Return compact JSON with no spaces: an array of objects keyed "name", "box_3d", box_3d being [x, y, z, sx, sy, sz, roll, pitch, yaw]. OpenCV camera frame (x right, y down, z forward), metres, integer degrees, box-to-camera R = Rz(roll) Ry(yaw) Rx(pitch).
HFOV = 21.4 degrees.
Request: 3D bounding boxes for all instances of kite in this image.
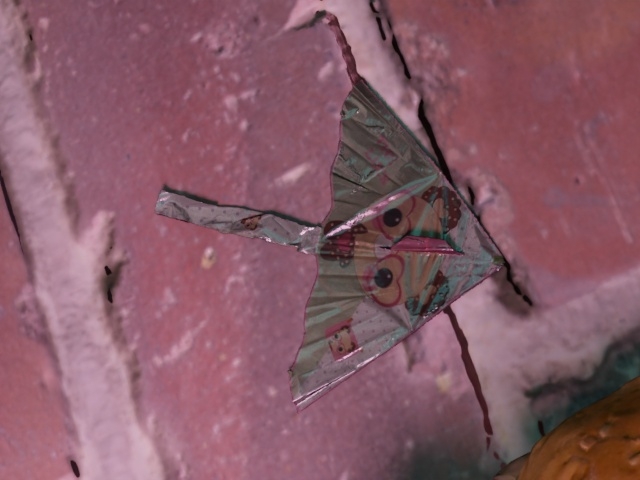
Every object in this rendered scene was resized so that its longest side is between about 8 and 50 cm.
[{"name":"kite","box_3d":[0.000,0.000,1.122,0.250,0.012,0.229,9,77,22]}]

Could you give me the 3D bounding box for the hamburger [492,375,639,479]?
[{"name":"hamburger","box_3d":[0.232,0.188,0.923,0.283,0.144,0.259,-23,69,14]}]
